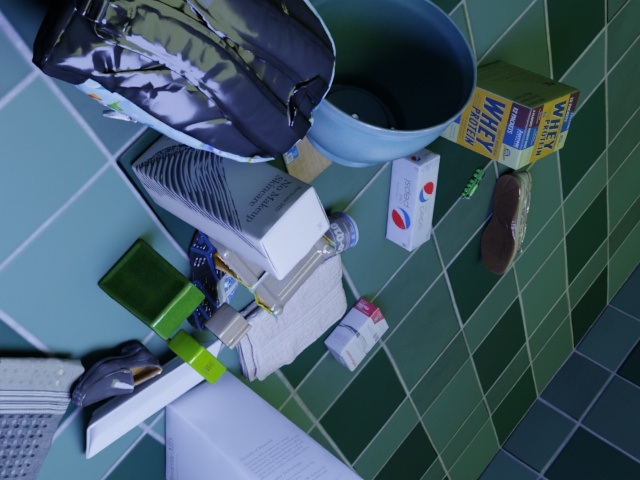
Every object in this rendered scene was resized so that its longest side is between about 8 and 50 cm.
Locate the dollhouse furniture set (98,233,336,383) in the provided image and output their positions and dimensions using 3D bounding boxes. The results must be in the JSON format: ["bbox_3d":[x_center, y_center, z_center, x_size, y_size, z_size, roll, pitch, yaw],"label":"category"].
[{"bbox_3d":[-0.152,0.039,1.265,0.301,0.151,0.197,-48,138,-12],"label":"dollhouse furniture set"}]

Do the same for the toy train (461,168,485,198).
[{"bbox_3d":[0.366,-0.134,1.934,0.083,0.024,0.017,-59,146,0],"label":"toy train"}]

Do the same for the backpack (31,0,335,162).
[{"bbox_3d":[-0.143,-0.251,1.010,0.356,0.273,0.290,28,90,-30],"label":"backpack"}]

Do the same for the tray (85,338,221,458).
[{"bbox_3d":[-0.287,0.258,1.370,0.270,0.030,0.145,-33,160,-33],"label":"tray"}]

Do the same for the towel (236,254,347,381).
[{"bbox_3d":[-0.052,0.147,1.597,0.282,0.049,0.187,-38,142,-28],"label":"towel"}]

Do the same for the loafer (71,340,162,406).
[{"bbox_3d":[-0.315,0.214,1.263,0.170,0.061,0.062,-35,151,-54],"label":"loafer"}]

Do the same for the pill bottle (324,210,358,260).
[{"bbox_3d":[0.000,0.000,1.521,0.137,0.078,0.078,-25,134,-40],"label":"pill bottle"}]

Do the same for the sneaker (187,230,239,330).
[{"bbox_3d":[-0.173,0.044,1.353,0.081,0.080,0.211,-35,146,-67],"label":"sneaker"}]

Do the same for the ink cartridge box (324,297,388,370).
[{"bbox_3d":[0.081,0.210,1.808,0.135,0.056,0.099,-49,145,-15],"label":"ink cartridge box"}]

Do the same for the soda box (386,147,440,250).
[{"bbox_3d":[0.193,-0.089,1.702,0.069,0.074,0.216,-30,136,-36],"label":"soda box"}]

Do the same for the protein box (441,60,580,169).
[{"bbox_3d":[0.395,-0.269,1.704,0.200,0.201,0.135,-24,133,-40],"label":"protein box"}]

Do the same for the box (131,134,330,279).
[{"bbox_3d":[-0.128,-0.062,1.128,0.113,0.275,0.094,-49,144,-20],"label":"box"}]

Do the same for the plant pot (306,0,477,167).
[{"bbox_3d":[0.074,-0.237,1.286,0.293,0.293,0.196,-37,167,-29],"label":"plant pot"}]

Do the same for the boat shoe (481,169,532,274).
[{"bbox_3d":[0.492,-0.043,2.095,0.089,0.105,0.285,-20,130,-39],"label":"boat shoe"}]

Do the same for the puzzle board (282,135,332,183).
[{"bbox_3d":[-0.026,-0.155,1.426,0.096,0.011,0.128,-42,142,-21],"label":"puzzle board"}]

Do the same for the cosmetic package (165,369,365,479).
[{"bbox_3d":[-0.107,0.433,1.451,0.156,0.385,0.217,-26,132,-41],"label":"cosmetic package"}]

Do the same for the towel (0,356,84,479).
[{"bbox_3d":[-0.517,0.290,1.125,0.324,0.056,0.312,17,99,-53],"label":"towel"}]
